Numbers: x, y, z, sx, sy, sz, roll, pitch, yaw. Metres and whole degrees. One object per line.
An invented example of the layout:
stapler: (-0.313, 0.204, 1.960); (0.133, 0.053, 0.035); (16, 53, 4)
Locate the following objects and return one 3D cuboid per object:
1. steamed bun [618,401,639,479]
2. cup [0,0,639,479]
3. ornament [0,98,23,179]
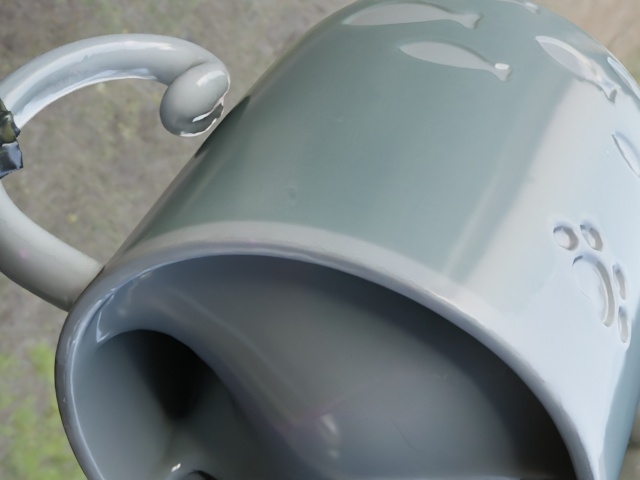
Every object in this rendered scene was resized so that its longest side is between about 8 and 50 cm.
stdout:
steamed bun: (0.279, 0.117, 0.893); (0.236, 0.247, 0.383); (51, 34, -42)
cup: (0.000, 0.000, 0.716); (0.274, 0.357, 0.259); (-58, 176, -47)
ornament: (-0.179, 0.014, 0.474); (0.202, 0.080, 0.236); (-8, -138, 56)
